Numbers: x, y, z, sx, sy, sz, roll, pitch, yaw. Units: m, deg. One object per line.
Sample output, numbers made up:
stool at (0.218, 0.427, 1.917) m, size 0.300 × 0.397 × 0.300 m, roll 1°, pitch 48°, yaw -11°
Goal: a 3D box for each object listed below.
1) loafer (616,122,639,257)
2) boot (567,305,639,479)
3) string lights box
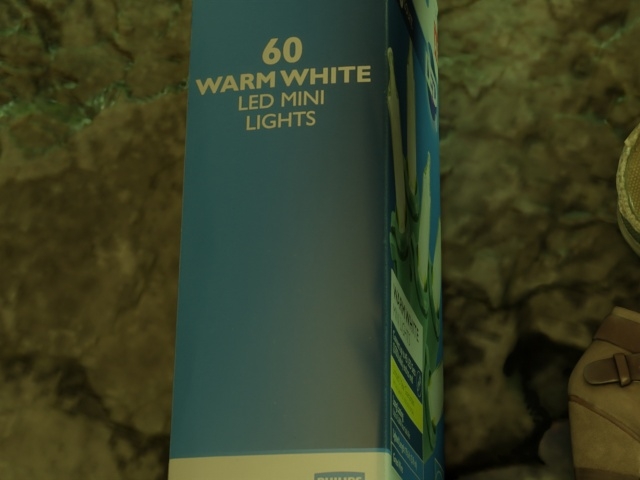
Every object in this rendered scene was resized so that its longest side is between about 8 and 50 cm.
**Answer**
loafer at (0.206, -0.038, 0.531) m, size 0.268 × 0.092 × 0.102 m, roll -5°, pitch 56°, yaw 45°
boot at (0.148, 0.069, 0.583) m, size 0.118 × 0.042 × 0.087 m, roll 12°, pitch 70°, yaw 16°
string lights box at (0.000, 0.000, 0.591) m, size 0.076 × 0.133 × 0.260 m, roll -3°, pitch 69°, yaw 12°
